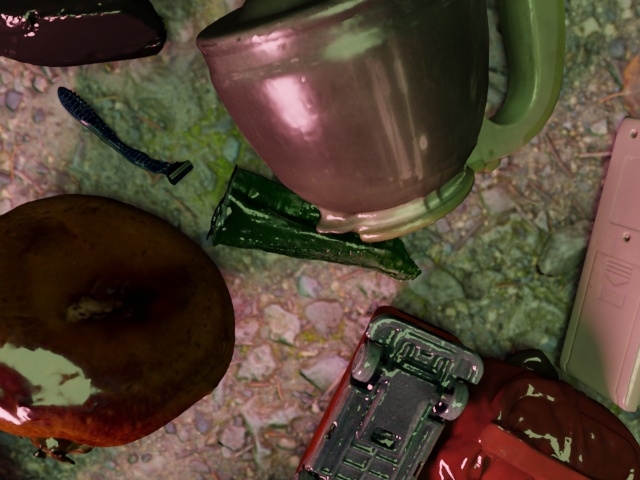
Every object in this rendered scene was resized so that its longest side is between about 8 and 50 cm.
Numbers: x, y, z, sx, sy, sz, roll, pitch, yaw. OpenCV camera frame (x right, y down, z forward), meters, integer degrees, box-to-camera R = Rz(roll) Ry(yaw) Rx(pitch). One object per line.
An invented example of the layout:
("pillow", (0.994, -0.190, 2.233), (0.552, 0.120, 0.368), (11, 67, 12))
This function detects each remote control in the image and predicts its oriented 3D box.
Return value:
("remote control", (0.321, 0.021, 0.686), (0.055, 0.103, 0.277), (6, 102, -21))

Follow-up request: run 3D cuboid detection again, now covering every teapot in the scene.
("teapot", (0.064, -0.146, 0.634), (0.239, 0.321, 0.240), (2, 125, 40))

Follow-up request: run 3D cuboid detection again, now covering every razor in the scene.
("razor", (-0.207, -0.104, 0.706), (0.154, 0.044, 0.028), (35, 126, -4))

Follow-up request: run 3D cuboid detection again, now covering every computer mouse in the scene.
("computer mouse", (-0.253, -0.202, 0.642), (0.217, 0.122, 0.074), (4, 90, 2))

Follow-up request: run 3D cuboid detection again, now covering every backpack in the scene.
("backpack", (0.223, 0.238, 0.714), (0.229, 0.139, 0.229), (0, 102, 2))

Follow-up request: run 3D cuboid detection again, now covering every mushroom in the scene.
("mushroom", (-0.240, 0.077, 0.670), (0.254, 0.267, 0.267), (-20, 103, 39))

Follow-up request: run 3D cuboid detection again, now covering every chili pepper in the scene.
("chili pepper", (0.000, 0.000, 0.716), (0.226, 0.059, 0.088), (20, 106, -8))

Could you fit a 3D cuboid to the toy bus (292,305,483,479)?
("toy bus", (0.054, 0.199, 0.718), (0.121, 0.120, 0.265), (24, 100, -4))
